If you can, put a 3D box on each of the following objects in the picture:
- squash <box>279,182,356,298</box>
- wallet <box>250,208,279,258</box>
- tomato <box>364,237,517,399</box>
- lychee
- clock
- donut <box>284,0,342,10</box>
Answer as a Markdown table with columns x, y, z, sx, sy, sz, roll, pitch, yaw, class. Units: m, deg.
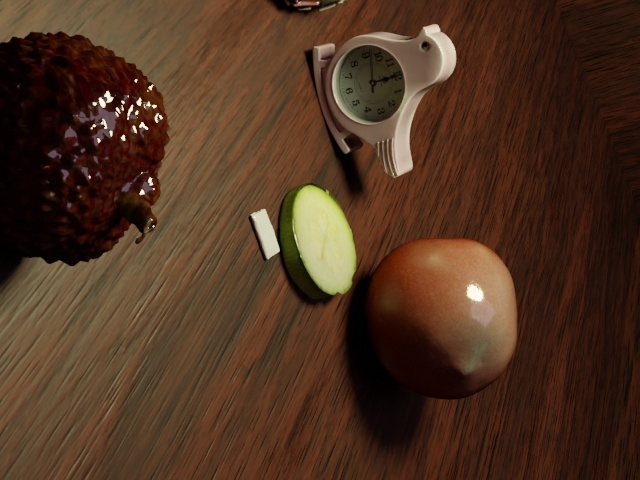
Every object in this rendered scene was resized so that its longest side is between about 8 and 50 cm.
| x | y | z | sx | sy | sz | roll | pitch | yaw | class |
| --- | --- | --- | --- | --- | --- | --- | --- | --- | --- |
| -0.004 | 0.002 | 1.699 | 0.219 | 0.041 | 0.219 | 34 | 48 | -48 | squash |
| -0.096 | -0.012 | 1.580 | 0.044 | 0.011 | 0.083 | -34 | 108 | -56 | wallet |
| 0.243 | 0.152 | 1.766 | 0.321 | 0.321 | 0.321 | 24 | 60 | -52 | tomato |
| -0.298 | -0.102 | 1.064 | 0.300 | 0.264 | 0.264 | 40 | 32 | 12 | lychee |
| 0.140 | -0.271 | 1.789 | 0.080 | 0.275 | 0.290 | -32 | 110 | -60 | clock |
| -0.004 | -0.583 | 1.771 | 0.345 | 0.136 | 0.259 | -44 | 125 | -56 | donut |
